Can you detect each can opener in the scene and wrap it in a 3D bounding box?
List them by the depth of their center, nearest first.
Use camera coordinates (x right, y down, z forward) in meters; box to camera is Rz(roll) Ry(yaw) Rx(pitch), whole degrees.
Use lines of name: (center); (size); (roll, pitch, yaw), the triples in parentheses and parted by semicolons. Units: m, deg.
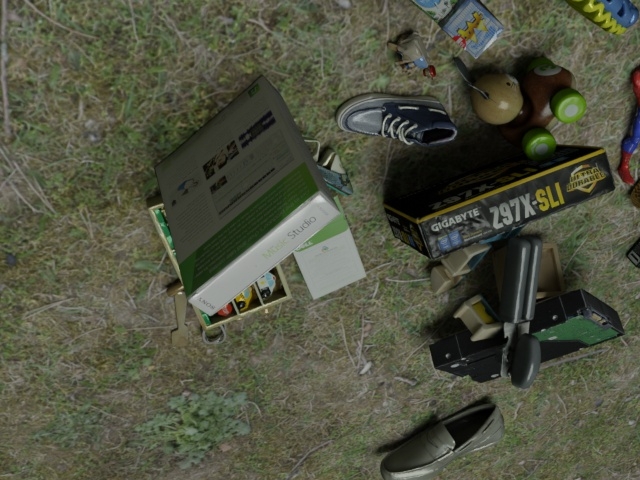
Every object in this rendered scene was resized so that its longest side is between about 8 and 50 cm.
can opener: (0.380, 0.130, 1.592); (0.074, 0.093, 0.280); (-7, 103, -42)

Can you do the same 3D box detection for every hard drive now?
hard drive: (0.425, 0.202, 1.765); (0.339, 0.064, 0.237); (-25, 152, 28)

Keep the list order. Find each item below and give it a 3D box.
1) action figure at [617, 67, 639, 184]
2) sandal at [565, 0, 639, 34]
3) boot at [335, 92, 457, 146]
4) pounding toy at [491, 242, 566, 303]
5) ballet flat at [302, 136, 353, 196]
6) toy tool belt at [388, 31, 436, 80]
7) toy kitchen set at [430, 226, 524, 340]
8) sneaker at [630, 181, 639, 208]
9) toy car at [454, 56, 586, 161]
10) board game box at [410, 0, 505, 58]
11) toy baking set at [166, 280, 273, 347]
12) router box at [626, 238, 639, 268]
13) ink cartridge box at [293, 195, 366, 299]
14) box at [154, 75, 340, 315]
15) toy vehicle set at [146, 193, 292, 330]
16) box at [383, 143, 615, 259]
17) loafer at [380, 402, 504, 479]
action figure: (0.616, -0.209, 1.543); (0.091, 0.139, 0.280); (-18, 131, -9)
sandal: (0.398, -0.427, 1.274); (0.138, 0.126, 0.317); (-47, 132, 14)
boot: (0.125, -0.191, 1.384); (0.190, 0.086, 0.069); (-8, 131, -16)
pounding toy: (0.422, 0.080, 1.712); (0.141, 0.130, 0.100); (-1, 165, -22)
ballet flat: (-0.006, -0.129, 1.404); (0.188, 0.070, 0.070); (21, 118, -39)
toy tool belt: (0.143, -0.285, 1.344); (0.051, 0.052, 0.083); (-9, 137, 29)
toy kitchen set: (0.334, 0.061, 1.626); (0.122, 0.166, 0.207); (-13, 148, -42)
sneaker: (0.703, -0.128, 1.699); (0.084, 0.069, 0.185); (15, 128, -42)
toy car: (0.302, -0.241, 1.384); (0.188, 0.155, 0.149); (22, 119, -21)
board game box: (0.167, -0.344, 1.195); (0.194, 0.194, 0.060); (26, 115, -37)
toy baking set: (-0.182, 0.110, 1.556); (0.256, 0.030, 0.196); (-28, 134, 2)
router box: (0.770, 0.014, 1.856); (0.179, 0.046, 0.133); (14, 122, -32)
ink cartridge box: (0.000, 0.000, 1.514); (0.109, 0.062, 0.209); (-24, 133, -2)
box: (-0.117, -0.074, 1.223); (0.232, 0.322, 0.058); (-38, 129, 12)
toy vehicle set: (-0.166, 0.017, 1.446); (0.166, 0.035, 0.266); (-22, 123, -4)
box: (0.288, -0.074, 1.442); (0.322, 0.257, 0.079); (-21, 102, -4)
loafer: (0.284, 0.472, 2.016); (0.319, 0.112, 0.111); (-24, 129, -12)
